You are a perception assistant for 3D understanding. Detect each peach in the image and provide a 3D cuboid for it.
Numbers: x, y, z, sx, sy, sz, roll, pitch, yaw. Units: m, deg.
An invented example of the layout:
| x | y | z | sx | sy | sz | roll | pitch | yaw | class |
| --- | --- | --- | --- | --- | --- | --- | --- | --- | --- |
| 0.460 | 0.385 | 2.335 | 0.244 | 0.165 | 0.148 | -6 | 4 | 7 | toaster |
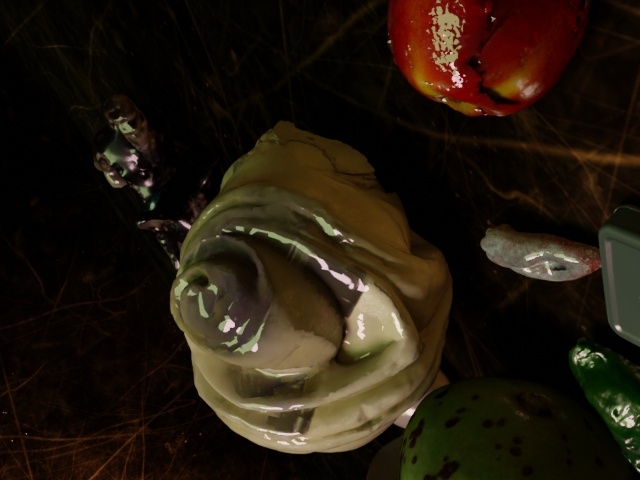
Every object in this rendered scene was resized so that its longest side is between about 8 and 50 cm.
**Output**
| x | y | z | sx | sy | sz | roll | pitch | yaw | class |
| --- | --- | --- | --- | --- | --- | --- | --- | --- | --- |
| 0.117 | -0.162 | 0.486 | 0.092 | 0.127 | 0.172 | 43 | 133 | 53 | peach |

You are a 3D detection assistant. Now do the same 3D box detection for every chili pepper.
| x | y | z | sx | sy | sz | roll | pitch | yaw | class |
| --- | --- | --- | --- | --- | --- | --- | --- | --- | --- |
| 0.192 | 0.013 | 0.666 | 0.050 | 0.041 | 0.153 | 17 | -178 | -32 | chili pepper |
| 0.297 | 0.159 | 0.626 | 0.216 | 0.062 | 0.108 | 44 | 152 | 31 | chili pepper |

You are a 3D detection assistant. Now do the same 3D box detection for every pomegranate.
| x | y | z | sx | sy | sz | roll | pitch | yaw | class |
| --- | --- | --- | --- | --- | --- | --- | --- | --- | --- |
| 0.192 | 0.267 | 0.770 | 0.254 | 0.254 | 0.270 | 36 | 135 | 45 | pomegranate |

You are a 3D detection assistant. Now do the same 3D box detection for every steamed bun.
| x | y | z | sx | sy | sz | roll | pitch | yaw | class |
| --- | --- | --- | --- | --- | --- | --- | --- | --- | --- |
| -0.042 | 0.064 | 0.831 | 0.347 | 0.237 | 0.394 | -15 | 88 | 26 | steamed bun |

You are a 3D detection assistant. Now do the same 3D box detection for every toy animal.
| x | y | z | sx | sy | sz | roll | pitch | yaw | class |
| --- | --- | --- | --- | --- | --- | --- | --- | --- | --- |
| -0.293 | -0.110 | 1.402 | 0.344 | 0.194 | 0.303 | 50 | 166 | 0 | toy animal |

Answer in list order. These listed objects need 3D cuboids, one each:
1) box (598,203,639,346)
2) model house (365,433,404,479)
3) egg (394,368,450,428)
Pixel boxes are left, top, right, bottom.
| x | y | z | sx | sy | sz | roll | pitch | yaw | class |
| --- | --- | --- | --- | --- | --- | --- | --- | --- | --- |
| 0.256 | 0.038 | 0.564 | 0.091 | 0.031 | 0.126 | 34 | 152 | 48 | box |
| 0.191 | 0.434 | 1.183 | 0.199 | 0.219 | 0.229 | -33 | 98 | 30 | model house |
| 0.127 | 0.211 | 1.046 | 0.135 | 0.103 | 0.103 | 24 | 143 | 51 | egg |
